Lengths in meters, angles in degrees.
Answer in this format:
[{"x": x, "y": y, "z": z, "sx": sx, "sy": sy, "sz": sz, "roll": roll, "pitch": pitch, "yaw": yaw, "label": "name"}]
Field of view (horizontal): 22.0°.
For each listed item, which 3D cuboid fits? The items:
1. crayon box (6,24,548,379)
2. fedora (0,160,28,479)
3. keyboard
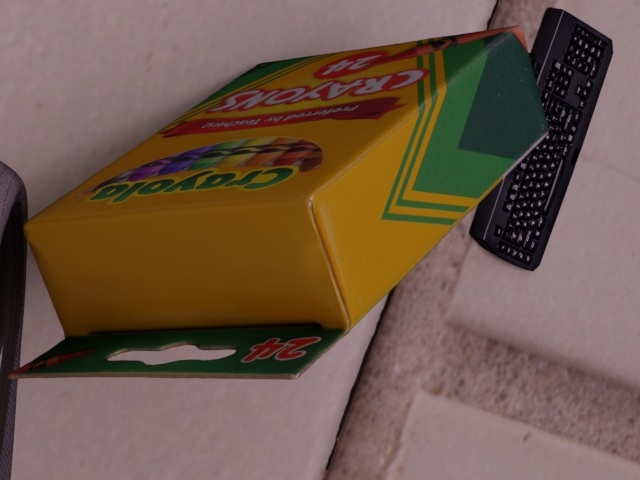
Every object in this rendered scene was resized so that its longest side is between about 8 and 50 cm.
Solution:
[{"x": -0.023, "y": -0.027, "z": 0.949, "sx": 0.318, "sy": 0.202, "sz": 0.081, "roll": -43, "pitch": 121, "yaw": -50, "label": "crayon box"}, {"x": -0.237, "y": 0.085, "z": 0.911, "sx": 0.124, "sy": 0.244, "sz": 0.276, "roll": 5, "pitch": 98, "yaw": -4, "label": "fedora"}, {"x": 0.167, "y": -0.077, "z": 1.232, "sx": 0.100, "sy": 0.038, "sz": 0.192, "roll": 21, "pitch": 85, "yaw": -33, "label": "keyboard"}]
